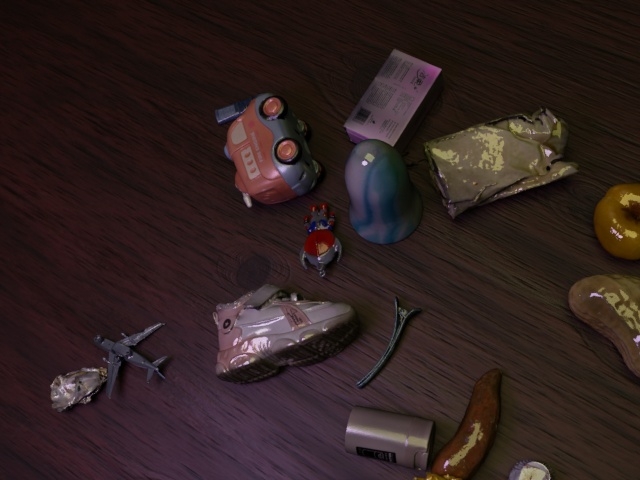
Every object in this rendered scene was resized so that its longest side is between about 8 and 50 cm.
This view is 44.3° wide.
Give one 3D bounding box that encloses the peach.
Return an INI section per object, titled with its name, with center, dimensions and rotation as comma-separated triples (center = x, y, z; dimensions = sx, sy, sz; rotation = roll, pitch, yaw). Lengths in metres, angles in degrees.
[peach]
center = 0.696, -0.045, 1.753
dimensions = 0.179, 0.103, 0.179
rotation = -3, 72, 9

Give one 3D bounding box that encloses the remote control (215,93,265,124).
[remote control]
center = -0.208, -0.356, 2.108
dimensions = 0.152, 0.027, 0.043
rotation = -20, 72, 8

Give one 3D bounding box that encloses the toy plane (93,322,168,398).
[toy plane]
center = -0.477, 0.279, 1.932
dimensions = 0.226, 0.058, 0.226
rotation = 24, 62, 19

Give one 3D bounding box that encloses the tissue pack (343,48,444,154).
[tissue pack]
center = 0.188, -0.336, 1.973
dimensions = 0.148, 0.092, 0.246
rotation = 30, 80, 21

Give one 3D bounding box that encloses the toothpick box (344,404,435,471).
[toothpick box]
center = 0.154, 0.427, 1.708
dimensions = 0.181, 0.111, 0.111
rotation = 9, 73, 17

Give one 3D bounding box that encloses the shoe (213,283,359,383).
[shoe]
center = -0.093, 0.188, 1.815
dimensions = 0.351, 0.172, 0.198
rotation = -19, 65, 4

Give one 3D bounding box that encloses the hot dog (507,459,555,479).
[hot dog]
center = 0.428, 0.551, 1.635
dimensions = 0.099, 0.053, 0.192
rotation = 10, 77, 17

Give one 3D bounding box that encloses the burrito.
[burrito]
center = 0.421, -0.183, 1.846
dimensions = 0.332, 0.135, 0.190
rotation = -18, 77, 3

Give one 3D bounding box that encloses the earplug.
[earplug]
center = 0.129, -0.126, 1.790
dimensions = 0.185, 0.324, 0.185
rotation = -4, 71, 11

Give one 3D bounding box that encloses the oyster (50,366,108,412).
[oyster]
center = -0.591, 0.366, 1.930
dimensions = 0.166, 0.053, 0.108
rotation = -21, 41, 13

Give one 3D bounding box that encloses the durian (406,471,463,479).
[durian]
center = 0.259, 0.607, 1.552
dimensions = 0.185, 0.196, 0.305
rotation = -45, 74, 23

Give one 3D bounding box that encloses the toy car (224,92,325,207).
[toy car]
center = -0.131, -0.219, 1.969
dimensions = 0.212, 0.180, 0.270
rotation = -24, 68, 14

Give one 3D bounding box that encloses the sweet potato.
[sweet potato]
center = 0.332, 0.407, 1.687
dimensions = 0.097, 0.097, 0.292
rotation = 27, 75, 20

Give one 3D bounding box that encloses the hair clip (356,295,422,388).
[hair clip]
center = 0.152, 0.244, 1.811
dimensions = 0.070, 0.039, 0.229
rotation = 26, 80, 18

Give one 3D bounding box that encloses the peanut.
[peanut]
center = 0.667, 0.173, 1.661
dimensions = 0.159, 0.143, 0.291
rotation = -44, 70, 7

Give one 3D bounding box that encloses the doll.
[doll]
center = -0.001, 0.000, 1.920
dimensions = 0.104, 0.062, 0.194
rotation = -3, 63, 0

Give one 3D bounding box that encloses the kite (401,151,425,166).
[kite]
center = 0.161, -0.188, 1.914
dimensions = 0.160, 0.183, 0.010
rotation = -26, 67, 51
